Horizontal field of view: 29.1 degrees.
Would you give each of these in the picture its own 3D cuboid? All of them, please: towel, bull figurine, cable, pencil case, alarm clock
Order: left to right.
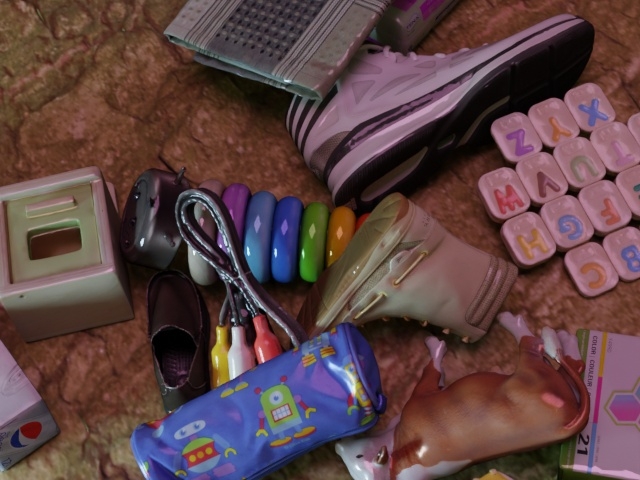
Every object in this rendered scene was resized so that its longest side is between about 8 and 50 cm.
[{"bbox_3d":[-0.228,-0.024,1.626,0.064,0.192,0.129,13,70,-22],"label":"alarm clock"},{"bbox_3d":[-0.100,0.071,1.505,0.139,0.287,0.072,-13,8,33],"label":"cable"},{"bbox_3d":[-0.067,0.213,1.425,0.306,0.119,0.133,-28,72,7],"label":"pencil case"},{"bbox_3d":[-0.028,-0.355,1.773,0.312,0.056,0.324,26,70,32],"label":"towel"},{"bbox_3d":[0.168,0.195,1.434,0.310,0.101,0.188,-16,44,25],"label":"bull figurine"}]

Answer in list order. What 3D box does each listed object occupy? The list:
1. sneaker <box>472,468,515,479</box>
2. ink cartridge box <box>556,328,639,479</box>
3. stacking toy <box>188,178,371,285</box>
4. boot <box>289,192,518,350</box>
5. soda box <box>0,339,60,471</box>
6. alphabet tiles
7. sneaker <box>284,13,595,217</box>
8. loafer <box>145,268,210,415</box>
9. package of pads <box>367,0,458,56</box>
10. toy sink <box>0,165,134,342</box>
[{"bbox_3d":[0.152,0.334,1.373,0.385,0.145,0.147,11,48,2],"label":"sneaker"},{"bbox_3d":[0.413,0.219,1.431,0.255,0.097,0.188,7,57,12],"label":"ink cartridge box"},{"bbox_3d":[0.000,0.000,1.608,0.330,0.141,0.141,4,57,5],"label":"stacking toy"},{"bbox_3d":[0.100,0.086,1.543,0.203,0.262,0.095,29,23,-20],"label":"boot"},{"bbox_3d":[-0.448,0.150,1.572,0.091,0.098,0.286,-34,59,-16],"label":"soda box"},{"bbox_3d":[0.359,-0.073,1.637,0.284,0.021,0.278,-22,72,-9],"label":"alphabet tiles"},{"bbox_3d":[0.148,-0.244,1.728,0.448,0.169,0.257,-31,60,-11],"label":"sneaker"},{"bbox_3d":[-0.180,0.119,1.573,0.080,0.078,0.220,-14,56,-3],"label":"loafer"},{"bbox_3d":[0.081,-0.435,1.905,0.296,0.101,0.229,32,65,24],"label":"package of pads"},{"bbox_3d":[-0.348,-0.007,1.645,0.153,0.131,0.234,-12,55,-2],"label":"toy sink"}]
